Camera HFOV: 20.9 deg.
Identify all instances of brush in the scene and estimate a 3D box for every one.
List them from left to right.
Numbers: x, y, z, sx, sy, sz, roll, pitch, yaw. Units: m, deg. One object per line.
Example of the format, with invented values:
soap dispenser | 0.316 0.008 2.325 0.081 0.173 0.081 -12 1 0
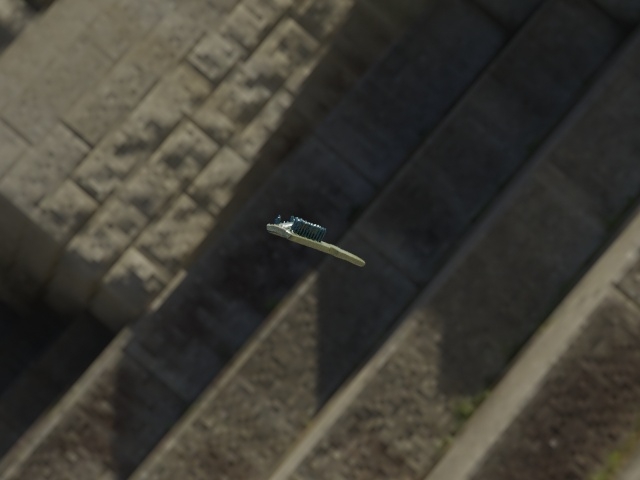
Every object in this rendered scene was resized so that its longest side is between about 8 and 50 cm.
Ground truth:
brush | 0.000 0.000 0.861 0.084 0.016 0.013 24 -94 -60
